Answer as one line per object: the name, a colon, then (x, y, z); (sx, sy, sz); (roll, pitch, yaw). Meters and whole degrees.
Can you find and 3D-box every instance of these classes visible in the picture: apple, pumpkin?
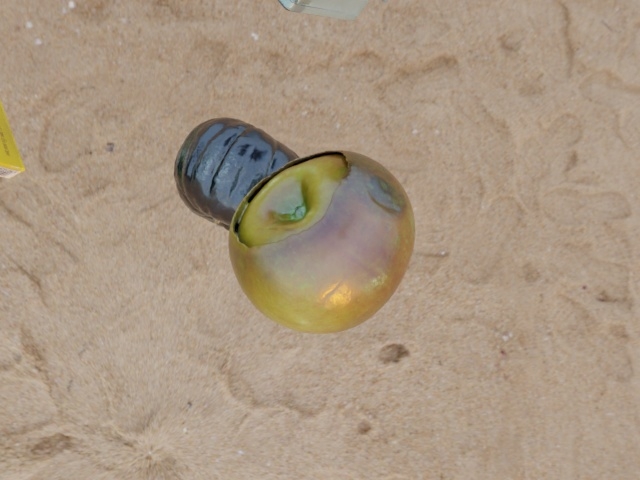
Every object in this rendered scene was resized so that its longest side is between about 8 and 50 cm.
apple: (0.000, 0.000, 0.859); (0.236, 0.207, 0.237); (-14, 61, 27)
pumpkin: (-0.119, -0.093, 1.070); (0.220, 0.220, 0.162); (26, 87, -5)

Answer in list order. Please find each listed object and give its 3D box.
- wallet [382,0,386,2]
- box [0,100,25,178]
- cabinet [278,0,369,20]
wallet: (0.071, -0.369, 0.858); (0.129, 0.088, 0.026); (43, 52, -21)
box: (-0.533, -0.179, 0.973); (0.043, 0.269, 0.153); (-25, 83, 8)
cabinet: (0.019, -0.370, 0.743); (0.145, 0.206, 0.150); (52, 33, 14)
